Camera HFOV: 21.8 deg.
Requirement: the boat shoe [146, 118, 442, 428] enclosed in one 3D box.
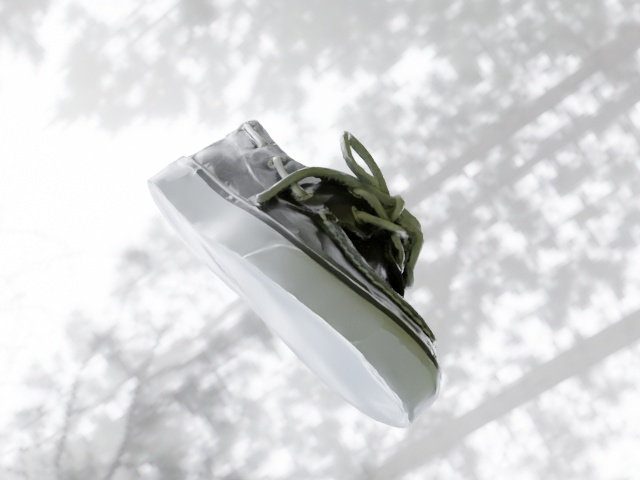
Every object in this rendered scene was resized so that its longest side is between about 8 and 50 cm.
[{"bbox_3d":[0.002,0.003,0.949,0.113,0.105,0.306,56,171,-26],"label":"boat shoe"}]
